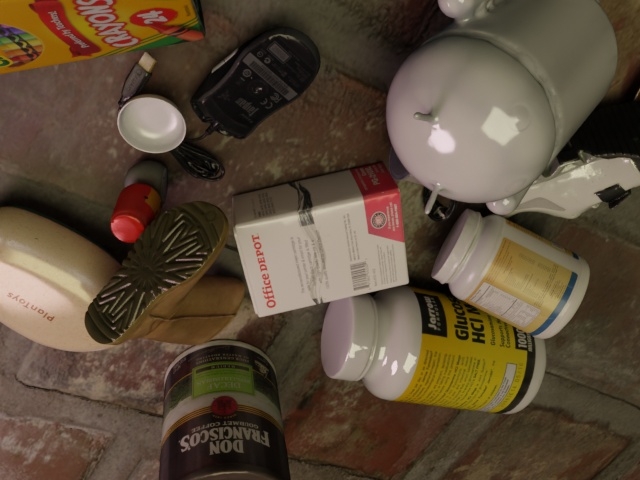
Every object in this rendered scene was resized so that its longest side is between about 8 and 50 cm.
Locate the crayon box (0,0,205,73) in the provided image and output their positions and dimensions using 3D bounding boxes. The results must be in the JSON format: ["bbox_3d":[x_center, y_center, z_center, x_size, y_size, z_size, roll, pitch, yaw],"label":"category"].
[{"bbox_3d":[-0.295,-0.254,0.668,0.319,0.202,0.081,-11,90,-3],"label":"crayon box"}]

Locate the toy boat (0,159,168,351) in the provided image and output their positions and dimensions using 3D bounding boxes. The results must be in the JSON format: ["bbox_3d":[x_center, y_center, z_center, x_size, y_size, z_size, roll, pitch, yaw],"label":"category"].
[{"bbox_3d":[-0.328,0.017,0.887,0.318,0.148,0.267,-37,117,22],"label":"toy boat"}]

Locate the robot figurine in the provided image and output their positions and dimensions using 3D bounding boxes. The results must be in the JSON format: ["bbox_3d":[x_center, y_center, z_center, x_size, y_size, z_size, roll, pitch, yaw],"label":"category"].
[{"bbox_3d":[0.214,-0.179,0.752,0.353,0.200,0.299,-43,124,-32],"label":"robot figurine"}]

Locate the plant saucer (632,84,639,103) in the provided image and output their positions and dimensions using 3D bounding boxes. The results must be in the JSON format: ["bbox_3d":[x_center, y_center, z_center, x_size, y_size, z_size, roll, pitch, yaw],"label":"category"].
[{"bbox_3d":[0.551,-0.209,0.958,0.199,0.036,0.198,-5,123,-7],"label":"plant saucer"}]

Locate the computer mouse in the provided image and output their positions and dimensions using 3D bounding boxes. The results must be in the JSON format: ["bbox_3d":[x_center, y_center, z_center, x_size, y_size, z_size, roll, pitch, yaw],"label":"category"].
[{"bbox_3d":[-0.139,-0.206,0.818,0.184,0.060,0.262,31,124,-31],"label":"computer mouse"}]

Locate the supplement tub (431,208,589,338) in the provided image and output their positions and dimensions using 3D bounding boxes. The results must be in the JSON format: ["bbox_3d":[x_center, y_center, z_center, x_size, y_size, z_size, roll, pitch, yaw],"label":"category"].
[{"bbox_3d":[0.289,0.048,0.978,0.200,0.144,0.144,27,116,2],"label":"supplement tub"}]

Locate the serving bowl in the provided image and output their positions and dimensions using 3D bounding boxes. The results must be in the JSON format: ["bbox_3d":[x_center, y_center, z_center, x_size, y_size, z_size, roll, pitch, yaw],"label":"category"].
[{"bbox_3d":[-0.212,-0.151,0.799,0.084,0.027,0.083,-4,135,-4],"label":"serving bowl"}]

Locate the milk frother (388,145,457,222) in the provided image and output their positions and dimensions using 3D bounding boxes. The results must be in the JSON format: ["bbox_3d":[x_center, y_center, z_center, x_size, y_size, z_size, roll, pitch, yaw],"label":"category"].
[{"bbox_3d":[0.157,-0.091,0.903,0.135,0.129,0.143,13,113,-22],"label":"milk frother"}]

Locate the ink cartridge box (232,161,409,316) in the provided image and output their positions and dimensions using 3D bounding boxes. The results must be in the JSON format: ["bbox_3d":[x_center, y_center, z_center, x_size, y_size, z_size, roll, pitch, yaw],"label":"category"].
[{"bbox_3d":[0.000,0.000,0.947,0.238,0.100,0.171,-13,124,-3],"label":"ink cartridge box"}]

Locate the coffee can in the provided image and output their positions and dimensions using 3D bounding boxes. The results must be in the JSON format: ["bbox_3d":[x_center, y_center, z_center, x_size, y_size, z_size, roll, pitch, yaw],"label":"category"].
[{"bbox_3d":[-0.157,0.325,1.020,0.202,0.275,0.201,-5,123,-8],"label":"coffee can"}]

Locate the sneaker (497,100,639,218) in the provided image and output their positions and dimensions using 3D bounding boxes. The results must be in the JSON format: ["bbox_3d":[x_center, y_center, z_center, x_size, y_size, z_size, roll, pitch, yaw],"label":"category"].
[{"bbox_3d":[0.407,-0.106,0.943,0.331,0.122,0.146,-8,139,17],"label":"sneaker"}]

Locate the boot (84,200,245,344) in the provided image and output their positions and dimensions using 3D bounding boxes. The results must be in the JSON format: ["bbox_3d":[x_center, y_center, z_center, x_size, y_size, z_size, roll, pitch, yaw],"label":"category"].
[{"bbox_3d":[-0.173,0.057,0.887,0.236,0.089,0.269,-41,162,8],"label":"boot"}]

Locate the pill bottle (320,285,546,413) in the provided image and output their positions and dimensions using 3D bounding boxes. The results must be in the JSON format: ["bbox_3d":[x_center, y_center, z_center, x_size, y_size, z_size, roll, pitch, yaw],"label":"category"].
[{"bbox_3d":[0.180,0.175,1.041,0.334,0.187,0.187,11,119,-18],"label":"pill bottle"}]
